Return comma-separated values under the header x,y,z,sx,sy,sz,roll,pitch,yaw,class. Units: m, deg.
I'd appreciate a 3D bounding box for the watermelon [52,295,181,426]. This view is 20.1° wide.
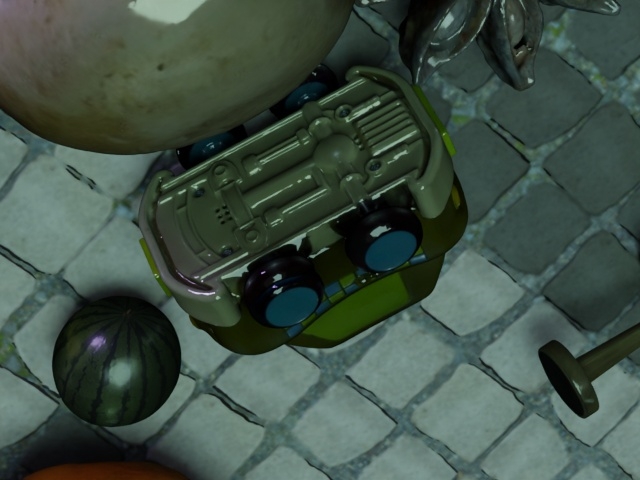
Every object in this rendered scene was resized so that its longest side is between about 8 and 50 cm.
x,y,z,sx,sy,sz,roll,pitch,yaw,class
-0.170,0.107,1.487,0.105,0.105,0.133,10,136,-16,watermelon

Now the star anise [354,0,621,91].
x,y,z,sx,sy,sz,roll,pitch,yaw,class
0.126,-0.235,1.377,0.236,0.109,0.223,-2,125,-30,star anise

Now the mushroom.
x,y,z,sx,sy,sz,roll,pitch,yaw,class
-0.129,-0.213,1.282,0.292,0.292,0.290,-21,86,-1,mushroom

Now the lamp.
x,y,z,sx,sy,sz,roll,pitch,yaw,class
0.294,0.066,1.545,0.214,0.121,0.121,-32,118,-9,lamp

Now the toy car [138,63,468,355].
x,y,z,sx,sy,sz,roll,pitch,yaw,class
0.000,0.000,1.437,0.248,0.204,0.198,-28,140,0,toy car

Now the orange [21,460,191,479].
x,y,z,sx,sy,sz,roll,pitch,yaw,class
-0.182,0.321,1.518,0.284,0.226,0.284,-8,119,-15,orange
